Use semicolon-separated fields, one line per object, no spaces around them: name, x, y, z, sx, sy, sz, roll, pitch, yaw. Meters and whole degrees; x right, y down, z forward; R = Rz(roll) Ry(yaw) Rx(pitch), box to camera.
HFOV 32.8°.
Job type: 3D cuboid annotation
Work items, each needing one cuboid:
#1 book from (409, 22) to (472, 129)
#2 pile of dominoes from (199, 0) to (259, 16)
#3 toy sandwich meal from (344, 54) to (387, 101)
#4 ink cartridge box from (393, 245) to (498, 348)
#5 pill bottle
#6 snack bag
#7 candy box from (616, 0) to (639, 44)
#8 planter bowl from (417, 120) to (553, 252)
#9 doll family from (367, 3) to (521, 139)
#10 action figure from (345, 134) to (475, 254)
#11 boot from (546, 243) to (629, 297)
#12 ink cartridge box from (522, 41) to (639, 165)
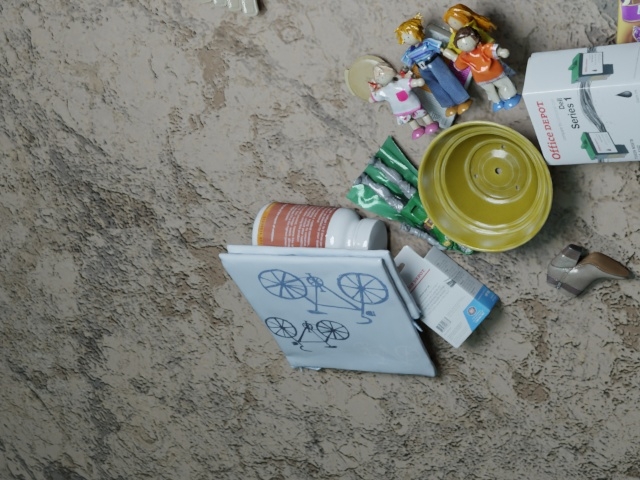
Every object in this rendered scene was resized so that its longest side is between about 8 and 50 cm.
book;0.189;-0.258;1.723;0.096;0.035;0.144;28;122;9
pile of dominoes;-0.187;-0.496;1.816;0.251;0.040;0.196;21;121;27
toy sandwich meal;0.081;-0.265;1.777;0.085;0.029;0.086;8;112;20
ink cartridge box;0.200;0.085;1.854;0.180;0.060;0.104;40;125;5
pill bottle;0.000;0.000;1.881;0.216;0.121;0.121;6;114;25
snack bag;0.027;0.128;1.898;0.323;0.037;0.342;0;139;29
candy box;0.477;-0.346;1.524;0.109;0.053;0.187;7;114;25
planter bowl;0.270;-0.098;1.718;0.217;0.090;0.217;11;117;22
doll family;0.191;-0.271;1.649;0.263;0.118;0.163;-16;119;45
action figure;0.166;-0.052;1.813;0.232;0.063;0.137;36;120;4
boot;0.424;0.058;1.746;0.118;0.042;0.087;28;128;14
ink cartridge box;0.417;-0.195;1.563;0.219;0.093;0.160;-2;140;28
